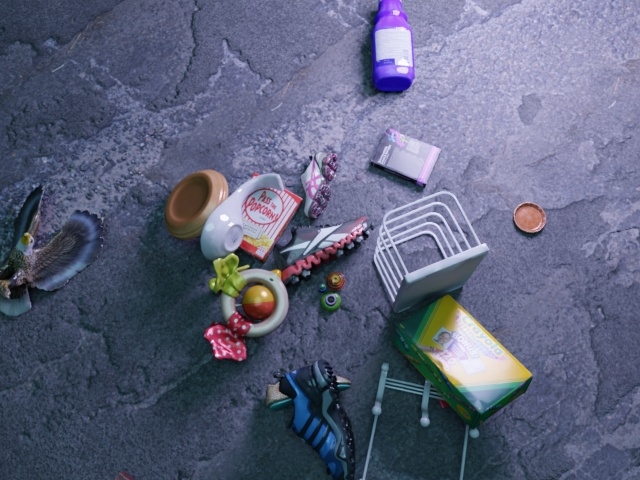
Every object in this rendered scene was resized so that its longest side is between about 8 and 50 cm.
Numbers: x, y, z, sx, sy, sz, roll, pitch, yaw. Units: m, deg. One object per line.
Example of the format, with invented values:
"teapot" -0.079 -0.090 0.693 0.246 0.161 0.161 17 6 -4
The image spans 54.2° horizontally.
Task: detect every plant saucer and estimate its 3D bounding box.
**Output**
"plant saucer" 0.545 -0.059 1.635 0.083 0.013 0.083 0 73 -1
"plant saucer" -0.322 -0.097 1.582 0.200 0.037 0.200 -16 56 26

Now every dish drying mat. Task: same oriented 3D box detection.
"dish drying mat" 0.323 0.373 1.499 0.083 0.008 0.032 -21 72 -6

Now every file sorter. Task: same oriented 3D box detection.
"file sorter" 0.240 0.030 1.470 0.192 0.278 0.173 -22 72 -7

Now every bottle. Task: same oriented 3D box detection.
"bottle" 0.199 -0.559 1.755 0.118 0.092 0.283 -1 72 -1

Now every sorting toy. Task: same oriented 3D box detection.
"sorting toy" 0.026 0.123 1.561 0.061 0.042 0.102 11 73 3

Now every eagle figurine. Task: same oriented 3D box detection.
"eagle figurine" -0.710 0.026 1.542 0.226 0.225 0.298 59 41 -23

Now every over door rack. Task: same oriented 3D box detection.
"over door rack" 0.224 0.457 1.414 0.239 0.108 0.324 11 73 8

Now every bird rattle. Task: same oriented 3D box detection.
"bird rattle" -0.180 0.158 1.494 0.206 0.143 0.254 -7 72 2

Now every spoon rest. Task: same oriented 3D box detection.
"spoon rest" -0.203 -0.063 1.542 0.084 0.137 0.276 22 58 30

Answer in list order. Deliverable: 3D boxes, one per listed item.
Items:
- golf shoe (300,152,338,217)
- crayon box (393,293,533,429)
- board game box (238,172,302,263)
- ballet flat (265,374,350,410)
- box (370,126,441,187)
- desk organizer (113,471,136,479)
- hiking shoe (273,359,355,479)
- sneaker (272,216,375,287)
"golf shoe" -0.014 -0.144 1.643 0.086 0.067 0.186 6 68 27
"crayon box" 0.319 0.269 1.430 0.165 0.081 0.278 -26 53 -25
"board game box" -0.158 -0.059 1.618 0.146 0.045 0.193 29 74 9
"ballet flat" -0.033 0.341 1.480 0.206 0.073 0.067 -13 58 -8
"box" 0.229 -0.224 1.681 0.162 0.029 0.116 24 73 6
"desk organizer" -0.467 0.591 1.408 0.050 0.047 0.130 32 75 12
"hiking shoe" -0.003 0.422 1.414 0.132 0.113 0.304 -15 93 8
"sneaker" 0.000 0.000 1.571 0.276 0.097 0.135 -30 77 -8
